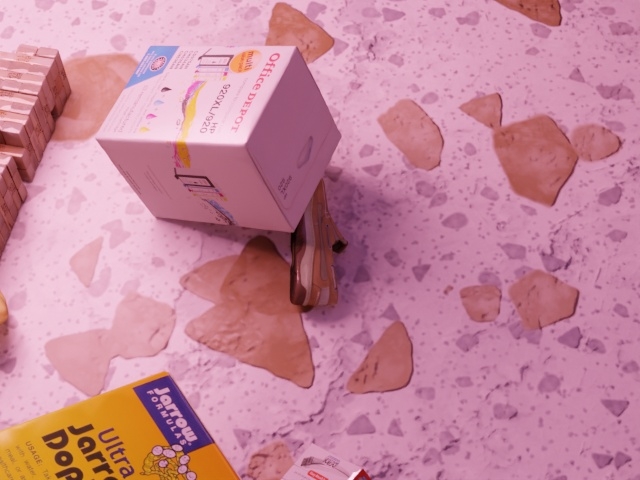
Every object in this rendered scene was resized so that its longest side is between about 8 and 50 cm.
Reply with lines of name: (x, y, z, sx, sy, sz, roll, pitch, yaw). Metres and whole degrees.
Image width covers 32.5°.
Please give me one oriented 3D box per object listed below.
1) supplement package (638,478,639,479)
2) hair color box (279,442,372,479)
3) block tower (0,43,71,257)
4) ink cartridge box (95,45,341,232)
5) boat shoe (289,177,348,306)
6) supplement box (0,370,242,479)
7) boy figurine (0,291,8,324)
supplement package: (0.371, 0.305, 1.104, 0.139, 0.244, 0.134, 25, 63, 17)
hair color box: (-0.023, 0.313, 1.210, 0.167, 0.053, 0.093, -47, 35, -21)
block tower: (-0.442, -0.111, 1.490, 0.091, 0.097, 0.335, 9, 58, 9)
ink cartridge box: (-0.125, -0.135, 1.406, 0.233, 0.168, 0.171, 6, 56, 30)
boat shoe: (0.000, 0.000, 1.424, 0.072, 0.068, 0.190, 7, 65, -10)
supplement box: (-0.274, 0.308, 1.091, 0.356, 0.194, 0.195, -18, 57, -37)
boy figurine: (-0.532, 0.073, 1.369, 0.285, 0.092, 0.177, -1, 92, 0)
